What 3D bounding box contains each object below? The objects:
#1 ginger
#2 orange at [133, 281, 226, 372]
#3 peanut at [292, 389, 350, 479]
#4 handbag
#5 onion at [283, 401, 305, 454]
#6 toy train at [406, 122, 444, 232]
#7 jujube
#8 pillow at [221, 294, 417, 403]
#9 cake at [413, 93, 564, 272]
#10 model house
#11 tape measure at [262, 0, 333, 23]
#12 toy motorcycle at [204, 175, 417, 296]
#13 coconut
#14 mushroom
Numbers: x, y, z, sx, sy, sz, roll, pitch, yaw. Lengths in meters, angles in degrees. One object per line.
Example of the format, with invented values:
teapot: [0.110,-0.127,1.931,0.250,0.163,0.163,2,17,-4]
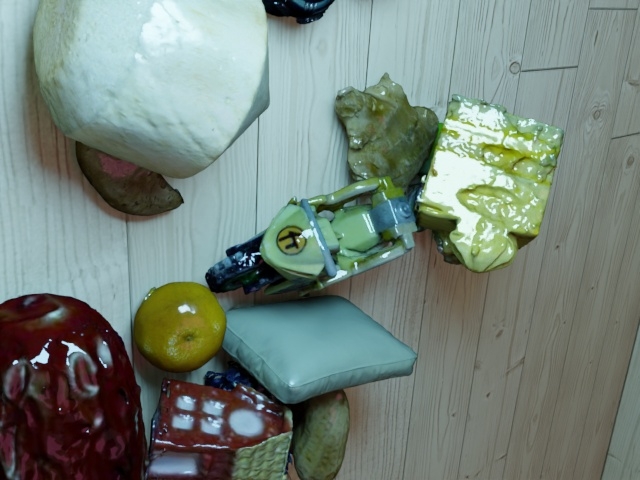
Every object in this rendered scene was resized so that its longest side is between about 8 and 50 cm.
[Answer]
ginger: [0.105,-0.206,1.337,0.270,0.123,0.218,22,84,-37]
orange: [-0.233,0.141,1.180,0.155,0.134,0.154,-5,105,-17]
peanut: [-0.001,0.364,1.346,0.095,0.108,0.225,-15,122,-47]
handbag: [-0.131,0.350,1.336,0.113,0.162,0.260,-22,119,-32]
onion: [-0.038,0.360,1.473,0.140,0.150,0.149,-60,160,-73]
toy train: [0.327,-0.108,1.557,0.307,0.174,0.248,23,83,-45]
jujube: [-0.379,0.269,1.009,0.259,0.258,0.376,-19,121,-36]
pillow: [-0.008,0.191,1.310,0.323,0.255,0.119,-3,116,-42]
cake: [0.290,-0.082,1.297,0.227,0.223,0.285,36,72,-80]
model house: [-0.161,0.353,1.182,0.254,0.160,0.195,9,118,-13]
tape measure: [-0.045,-0.441,1.101,0.186,0.112,0.199,-52,129,-22]
toy motorcycle: [0.000,0.000,1.266,0.410,0.237,0.168,-18,84,-40]
coconut: [-0.194,-0.228,0.929,0.329,0.329,0.328,-19,120,-36]
mushroom: [-0.288,-0.095,1.057,0.094,0.072,0.209,-41,132,-11]
